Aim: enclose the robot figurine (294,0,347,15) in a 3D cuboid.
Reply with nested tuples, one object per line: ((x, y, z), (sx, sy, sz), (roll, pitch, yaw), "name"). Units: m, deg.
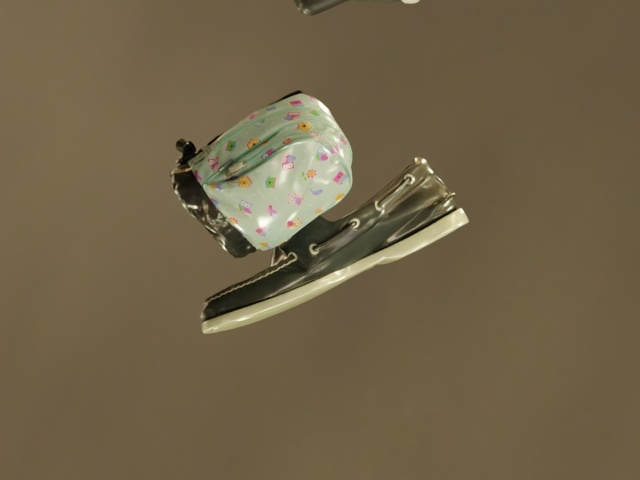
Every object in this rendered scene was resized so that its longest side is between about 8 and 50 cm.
((-0.032, -0.393, 2.053), (0.173, 0.278, 0.209), (-27, -174, -38), "robot figurine")

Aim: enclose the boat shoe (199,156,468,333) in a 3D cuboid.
((0.002, -0.001, 2.100), (0.340, 0.113, 0.127), (-24, 178, -14), "boat shoe")

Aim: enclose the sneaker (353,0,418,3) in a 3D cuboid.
((0.042, -0.433, 2.313), (0.146, 0.104, 0.296), (-6, -99, 20), "sneaker")

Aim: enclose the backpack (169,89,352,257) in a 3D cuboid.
((-0.052, -0.070, 1.983), (0.182, 0.152, 0.115), (-34, -136, 10), "backpack")
